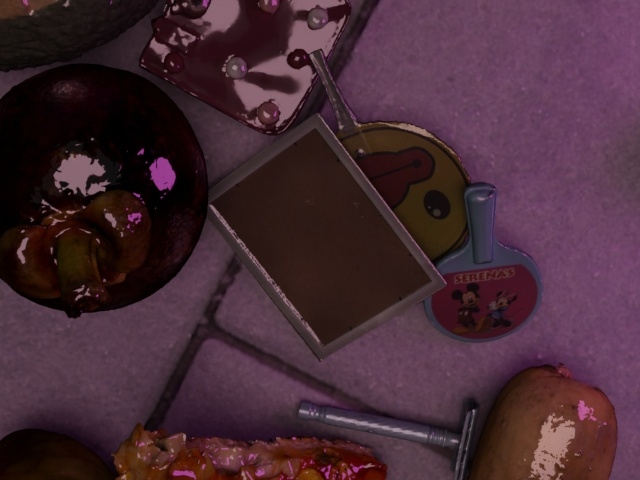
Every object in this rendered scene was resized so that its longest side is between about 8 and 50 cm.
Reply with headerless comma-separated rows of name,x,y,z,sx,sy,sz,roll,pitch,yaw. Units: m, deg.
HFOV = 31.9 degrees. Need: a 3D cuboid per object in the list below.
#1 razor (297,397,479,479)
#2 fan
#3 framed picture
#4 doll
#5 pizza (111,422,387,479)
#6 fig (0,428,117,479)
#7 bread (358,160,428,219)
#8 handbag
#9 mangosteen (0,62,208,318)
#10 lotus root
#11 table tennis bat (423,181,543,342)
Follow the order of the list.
razor,0.085,0.246,1.466,0.232,0.068,0.106,9,98,3
fan,0.060,-0.082,1.381,0.229,0.011,0.335,-20,110,20
framed picture,0.000,0.000,1.408,0.217,0.017,0.274,-31,101,26
doll,-0.353,-0.313,1.288,0.349,0.247,0.247,-20,99,15
pizza,-0.132,0.366,1.352,0.440,0.130,0.406,-42,135,-4
fig,-0.286,0.368,1.424,0.320,0.217,0.217,21,99,-22
bread,0.105,-0.086,1.414,0.132,0.053,0.074,35,102,-6
handbag,-0.090,-0.254,1.351,0.216,0.074,0.203,28,95,-20
mangosteen,-0.280,-0.051,1.296,0.297,0.293,0.297,19,128,26
lotus root,0.271,0.325,1.430,0.169,0.151,0.343,14,99,-5
table tennis bat,0.202,0.032,1.399,0.152,0.040,0.244,-6,126,1
